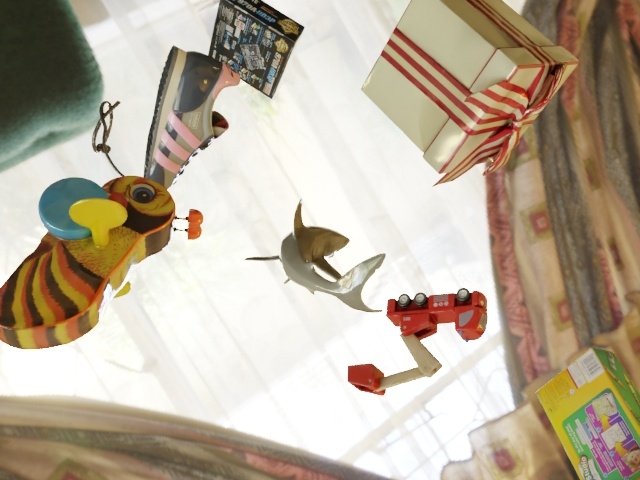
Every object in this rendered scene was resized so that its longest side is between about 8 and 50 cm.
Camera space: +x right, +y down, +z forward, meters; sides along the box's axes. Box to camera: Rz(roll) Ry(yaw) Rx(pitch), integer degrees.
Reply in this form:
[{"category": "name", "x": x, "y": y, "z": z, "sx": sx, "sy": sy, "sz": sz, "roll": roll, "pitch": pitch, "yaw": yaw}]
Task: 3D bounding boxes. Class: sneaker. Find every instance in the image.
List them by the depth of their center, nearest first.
[{"category": "sneaker", "x": -0.232, "y": -0.174, "z": 1.192, "sx": 0.112, "sy": 0.131, "sz": 0.319, "roll": -102, "pitch": -151, "yaw": -46}]

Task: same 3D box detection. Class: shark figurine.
[{"category": "shark figurine", "x": -0.013, "y": 0.005, "z": 0.922, "sx": 0.166, "sy": 0.116, "sz": 0.278, "roll": 3, "pitch": -165, "yaw": -10}]

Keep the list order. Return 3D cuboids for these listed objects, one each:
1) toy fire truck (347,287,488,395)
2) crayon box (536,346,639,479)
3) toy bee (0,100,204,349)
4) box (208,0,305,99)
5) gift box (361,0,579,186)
[{"category": "toy fire truck", "x": 0.136, "y": 0.142, "z": 0.950, "sx": 0.192, "sy": 0.047, "sz": 0.135, "roll": -8, "pitch": -122, "yaw": 26}, {"category": "crayon box", "x": 0.557, "y": 0.370, "z": 1.331, "sx": 0.081, "sy": 0.278, "sz": 0.165, "roll": 16, "pitch": 128, "yaw": -31}, {"category": "toy bee", "x": -0.215, "y": -0.014, "z": 0.732, "sx": 0.195, "sy": 0.162, "sz": 0.298, "roll": 116, "pitch": -9, "yaw": -78}, {"category": "box", "x": -0.144, "y": -0.418, "z": 1.462, "sx": 0.051, "sy": 0.175, "sz": 0.220, "roll": -60, "pitch": -177, "yaw": -26}, {"category": "gift box", "x": 0.245, "y": -0.259, "z": 1.171, "sx": 0.276, "sy": 0.258, "sz": 0.255, "roll": -23, "pitch": 152, "yaw": -41}]
